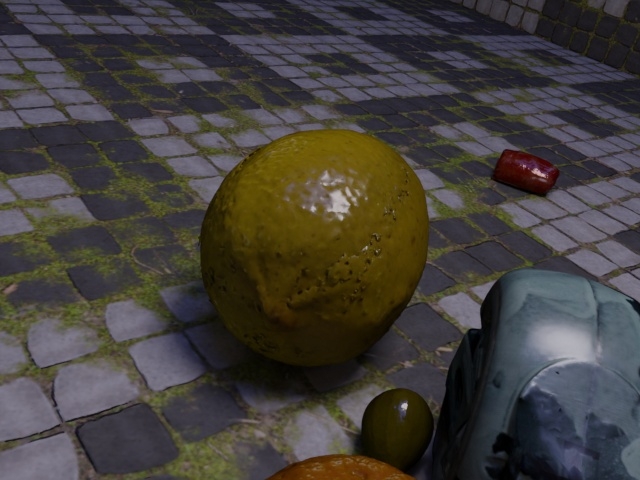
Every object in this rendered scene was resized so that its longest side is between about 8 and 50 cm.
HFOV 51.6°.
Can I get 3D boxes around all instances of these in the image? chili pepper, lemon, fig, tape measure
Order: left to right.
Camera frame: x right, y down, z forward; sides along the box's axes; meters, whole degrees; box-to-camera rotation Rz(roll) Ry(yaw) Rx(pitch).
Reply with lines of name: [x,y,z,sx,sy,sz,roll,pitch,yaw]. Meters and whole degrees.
lemon: [0.000,0.000,0.761,0.258,0.258,0.310,22,45,14]
fig: [0.075,0.193,0.657,0.074,0.074,0.088,14,54,3]
chili pepper: [0.415,-0.139,1.334,0.123,0.070,0.073,22,15,18]
tape measure: [0.180,0.157,0.572,0.147,0.256,0.275,17,36,7]

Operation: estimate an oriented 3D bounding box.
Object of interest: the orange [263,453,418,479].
orange: [0.018,0.240,0.475,0.177,0.155,0.177,16,25,-8]
